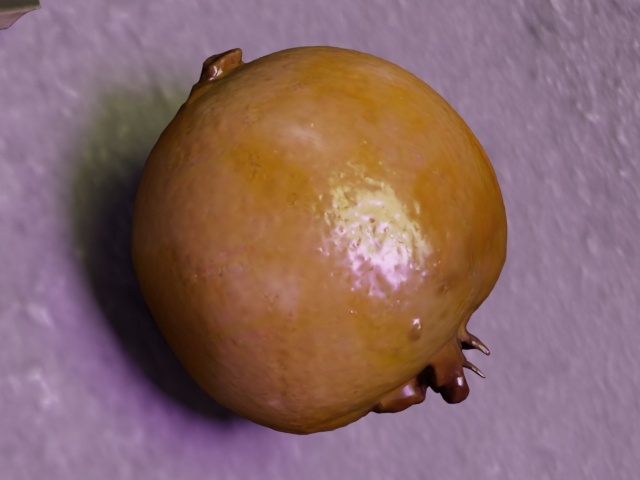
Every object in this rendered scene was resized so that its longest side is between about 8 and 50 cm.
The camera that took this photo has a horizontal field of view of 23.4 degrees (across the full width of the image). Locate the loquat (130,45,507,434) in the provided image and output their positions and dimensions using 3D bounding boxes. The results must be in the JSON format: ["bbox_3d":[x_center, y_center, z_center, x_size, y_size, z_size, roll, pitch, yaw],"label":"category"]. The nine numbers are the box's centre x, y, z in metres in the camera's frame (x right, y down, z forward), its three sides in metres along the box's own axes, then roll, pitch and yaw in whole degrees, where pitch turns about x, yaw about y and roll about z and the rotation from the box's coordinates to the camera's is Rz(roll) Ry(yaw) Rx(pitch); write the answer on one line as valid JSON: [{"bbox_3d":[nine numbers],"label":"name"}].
[{"bbox_3d":[0.000,0.000,0.596,0.163,0.137,0.163,40,26,-25],"label":"loquat"}]

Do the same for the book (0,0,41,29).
[{"bbox_3d":[-0.239,-0.141,0.501,0.289,0.026,0.201,-19,81,-50],"label":"book"}]
